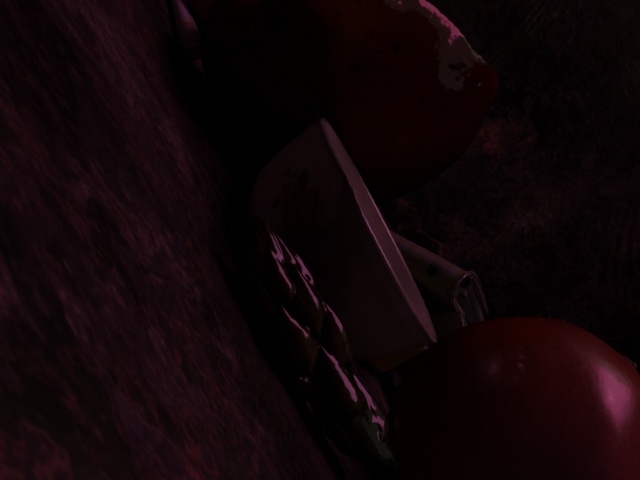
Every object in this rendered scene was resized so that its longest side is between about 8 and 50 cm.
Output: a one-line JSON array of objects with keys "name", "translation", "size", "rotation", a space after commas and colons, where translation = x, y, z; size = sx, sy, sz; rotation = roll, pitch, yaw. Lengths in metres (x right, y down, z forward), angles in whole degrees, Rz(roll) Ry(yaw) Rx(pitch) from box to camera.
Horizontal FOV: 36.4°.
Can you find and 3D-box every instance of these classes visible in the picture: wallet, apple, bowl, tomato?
[{"name": "wallet", "translation": [0.138, 0.047, 1.657], "size": [0.309, 0.077, 0.223], "rotation": [31, -12, 32]}, {"name": "apple", "translation": [0.025, -0.203, 1.250], "size": [0.365, 0.329, 0.295], "rotation": [44, 15, -42]}, {"name": "bowl", "translation": [0.007, 0.016, 1.071], "size": [0.277, 0.145, 0.277], "rotation": [60, 10, -17]}, {"name": "tomato", "translation": [0.250, 0.268, 1.188], "size": [0.341, 0.341, 0.272], "rotation": [57, 25, -36]}]

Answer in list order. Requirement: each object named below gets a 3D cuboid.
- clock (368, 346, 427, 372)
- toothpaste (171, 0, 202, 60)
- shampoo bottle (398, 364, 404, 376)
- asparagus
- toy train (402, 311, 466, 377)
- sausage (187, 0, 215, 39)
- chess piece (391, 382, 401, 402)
[{"name": "clock", "translation": [0.071, 0.085, 1.456], "size": [0.202, 0.096, 0.143], "rotation": [65, 10, 26]}, {"name": "toothpaste", "translation": [-0.181, -0.290, 1.309], "size": [0.048, 0.031, 0.190], "rotation": [60, 5, -36]}, {"name": "shampoo bottle", "translation": [0.175, 0.220, 1.771], "size": [0.192, 0.074, 0.074], "rotation": [52, 13, -50]}, {"name": "asparagus", "translation": [-0.007, 0.108, 0.934], "size": [0.080, 0.080, 0.287], "rotation": [-80, 147, -78]}, {"name": "toy train", "translation": [0.210, 0.273, 1.509], "size": [0.202, 0.131, 0.299], "rotation": [49, 27, -50]}, {"name": "sausage", "translation": [-0.134, -0.311, 1.435], "size": [0.238, 0.098, 0.098], "rotation": [56, 9, -70]}, {"name": "chess piece", "translation": [0.126, 0.244, 1.521], "size": [0.035, 0.035, 0.092], "rotation": [64, 11, 7]}]
